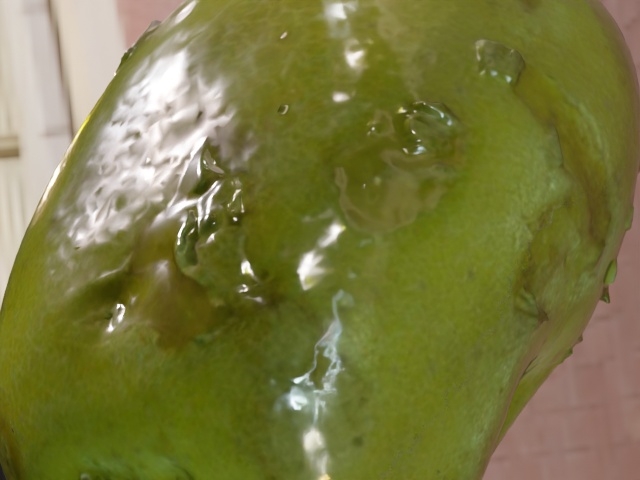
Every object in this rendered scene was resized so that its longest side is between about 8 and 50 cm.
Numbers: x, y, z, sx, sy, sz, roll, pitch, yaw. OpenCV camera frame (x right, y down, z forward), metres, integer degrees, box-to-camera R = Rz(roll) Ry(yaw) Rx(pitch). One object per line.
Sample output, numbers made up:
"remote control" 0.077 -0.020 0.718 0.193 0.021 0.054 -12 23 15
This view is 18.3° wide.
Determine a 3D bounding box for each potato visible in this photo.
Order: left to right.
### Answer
"potato" 0.000 0.000 0.582 0.186 0.148 0.253 -43 22 40
